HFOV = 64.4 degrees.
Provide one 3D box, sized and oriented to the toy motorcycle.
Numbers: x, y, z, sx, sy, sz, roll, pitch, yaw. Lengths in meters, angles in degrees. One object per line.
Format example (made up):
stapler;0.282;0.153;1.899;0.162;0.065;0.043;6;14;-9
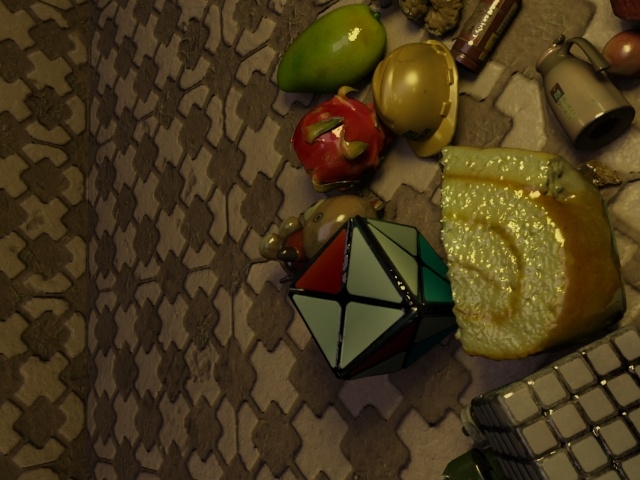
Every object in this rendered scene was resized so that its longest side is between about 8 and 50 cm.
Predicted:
toy motorcycle;0.320;0.450;0.939;0.205;0.127;0.275;-45;65;30

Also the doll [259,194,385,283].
doll;0.000;0.000;1.233;0.330;0.235;0.174;-26;97;46

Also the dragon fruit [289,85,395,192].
dragon fruit;0.053;-0.233;1.199;0.227;0.224;0.224;-24;69;25

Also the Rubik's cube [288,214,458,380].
Rubik's cube;0.124;0.119;1.061;0.250;0.246;0.248;-47;57;27

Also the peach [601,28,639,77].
peach;0.524;-0.318;0.866;0.083;0.083;0.083;-6;81;41

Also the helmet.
helmet;0.181;-0.312;1.095;0.205;0.140;0.257;-16;77;62

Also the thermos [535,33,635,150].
thermos;0.457;-0.276;0.894;0.105;0.137;0.193;-15;62;-3

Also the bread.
bread;0.366;0.000;0.874;0.264;0.239;0.395;-13;74;37

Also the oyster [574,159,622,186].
oyster;0.485;-0.119;0.911;0.093;0.034;0.051;-9;86;36

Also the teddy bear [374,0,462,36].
teddy bear;0.218;-0.614;1.127;0.256;0.156;0.267;30;106;41

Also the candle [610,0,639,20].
candle;0.586;-0.412;0.722;0.316;0.131;0.287;-16;31;37

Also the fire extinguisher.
fire extinguisher;0.345;-0.475;1.026;0.252;0.106;0.075;-59;33;20

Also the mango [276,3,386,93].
mango;0.014;-0.463;1.290;0.343;0.156;0.192;-13;68;44

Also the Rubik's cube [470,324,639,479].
Rubik's cube;0.392;0.295;0.753;0.237;0.237;0.238;-25;67;-2
